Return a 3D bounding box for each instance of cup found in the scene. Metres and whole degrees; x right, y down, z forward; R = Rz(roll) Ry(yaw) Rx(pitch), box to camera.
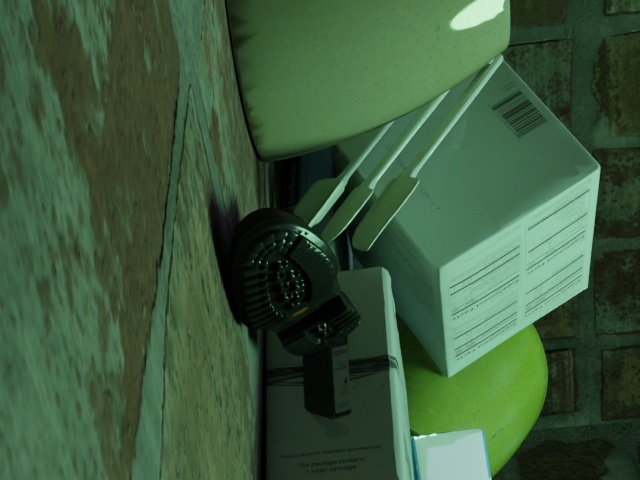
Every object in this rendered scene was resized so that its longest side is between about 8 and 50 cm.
[{"bbox_3d":[0.047,-0.246,1.324,0.331,0.237,0.331,-5,90,-85],"label":"cup"}]

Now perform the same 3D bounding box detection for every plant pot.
[{"bbox_3d":[0.109,0.206,1.686,0.293,0.275,0.274,-49,135,-67],"label":"plant pot"}]

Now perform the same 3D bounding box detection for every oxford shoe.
[{"bbox_3d":[-0.034,0.016,1.096,0.096,0.083,0.227,62,-2,20],"label":"oxford shoe"}]

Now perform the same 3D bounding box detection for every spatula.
[{"bbox_3d":[0.065,-0.085,1.370,0.019,0.242,0.168,44,-20,-21],"label":"spatula"}]

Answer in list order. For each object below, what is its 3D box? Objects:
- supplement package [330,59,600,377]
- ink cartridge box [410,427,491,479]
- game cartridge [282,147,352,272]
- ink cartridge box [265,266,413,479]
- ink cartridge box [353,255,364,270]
[{"bbox_3d":[0.153,-0.028,1.539,0.199,0.198,0.262,53,-11,27],"label":"supplement package"},{"bbox_3d":[0.090,0.240,1.439,0.143,0.090,0.092,-19,-104,56],"label":"ink cartridge box"},{"bbox_3d":[0.000,0.000,1.614,0.355,0.068,0.230,-89,168,-58],"label":"game cartridge"},{"bbox_3d":[0.021,0.187,1.240,0.272,0.114,0.197,-91,173,-45],"label":"ink cartridge box"},{"bbox_3d":[0.105,0.056,1.967,0.278,0.201,0.117,-70,154,-80],"label":"ink cartridge box"}]
